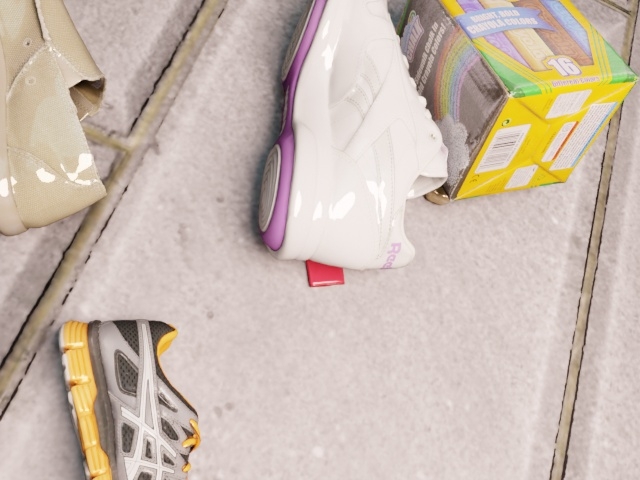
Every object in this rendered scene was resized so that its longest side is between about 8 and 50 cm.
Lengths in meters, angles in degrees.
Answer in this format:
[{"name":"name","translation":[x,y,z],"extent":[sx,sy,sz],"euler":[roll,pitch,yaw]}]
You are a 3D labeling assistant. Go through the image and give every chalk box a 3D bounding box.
[{"name":"chalk box","translation":[0.150,-0.163,0.604],"extent":[0.132,0.132,0.213],"euler":[-10,57,-19]}]

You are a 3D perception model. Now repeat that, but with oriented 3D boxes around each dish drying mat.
[{"name":"dish drying mat","translation":[0.000,0.000,0.578],"extent":[0.032,0.008,0.083],"euler":[-3,72,-18]}]

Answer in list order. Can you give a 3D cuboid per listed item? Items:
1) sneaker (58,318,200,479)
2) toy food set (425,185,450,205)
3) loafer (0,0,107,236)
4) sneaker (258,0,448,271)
[{"name":"sneaker","translation":[-0.118,0.148,0.446],"extent":[0.083,0.084,0.214],"euler":[-10,72,-25]},{"name":"toy food set","translation":[0.091,-0.069,0.627],"extent":[0.122,0.019,0.077],"euler":[1,69,-10]},{"name":"loafer","translation":[-0.217,-0.135,0.518],"extent":[0.092,0.102,0.268],"euler":[-3,80,-19]},{"name":"sneaker","translation":[0.038,-0.113,0.581],"extent":[0.152,0.114,0.305],"euler":[14,71,-14]}]
